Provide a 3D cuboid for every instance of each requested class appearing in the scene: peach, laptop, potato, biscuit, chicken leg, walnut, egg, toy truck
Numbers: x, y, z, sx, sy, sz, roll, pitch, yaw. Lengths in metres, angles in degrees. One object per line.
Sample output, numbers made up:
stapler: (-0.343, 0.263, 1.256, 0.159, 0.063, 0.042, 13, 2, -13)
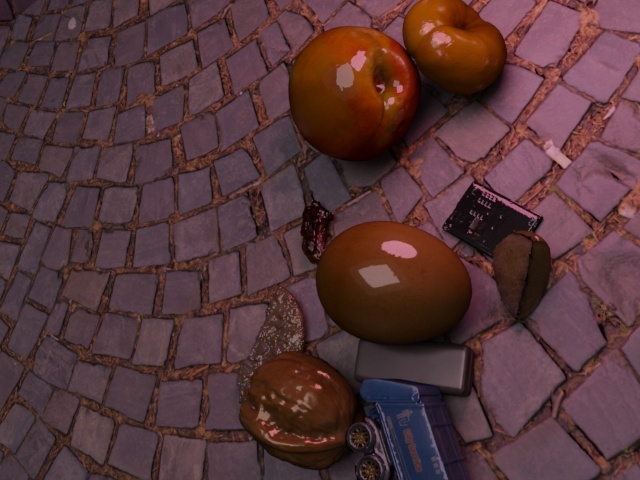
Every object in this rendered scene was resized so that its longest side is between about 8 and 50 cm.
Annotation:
peach: (0.289, -0.431, 1.531, 0.153, 0.251, 0.251, -52, 52, 32)
laptop: (0.360, -0.037, 1.477, 0.180, 0.016, 0.129, 34, 92, 33)
potato: (0.405, 0.059, 1.390, 0.101, 0.089, 0.171, 27, 120, 54)
peach: (0.065, -0.333, 1.601, 0.332, 0.308, 0.307, 1, 71, 54)
biscuit: (-0.100, 0.260, 1.620, 0.141, 0.038, 0.289, 21, 85, 33)
chicken leg: (-0.006, 0.000, 1.655, 0.090, 0.048, 0.219, -17, 64, 27)
walnut: (-0.035, 0.352, 1.439, 0.257, 0.257, 0.224, 19, 115, 34)
egg: (0.145, 0.088, 1.414, 0.323, 0.250, 0.250, 13, 79, 27)
toy truck: (0.173, 0.434, 1.311, 0.175, 0.146, 0.367, -26, 69, 25)

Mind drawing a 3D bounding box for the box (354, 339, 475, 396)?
box: (0.191, 0.257, 1.442, 0.244, 0.055, 0.103, 1, 73, 31)
